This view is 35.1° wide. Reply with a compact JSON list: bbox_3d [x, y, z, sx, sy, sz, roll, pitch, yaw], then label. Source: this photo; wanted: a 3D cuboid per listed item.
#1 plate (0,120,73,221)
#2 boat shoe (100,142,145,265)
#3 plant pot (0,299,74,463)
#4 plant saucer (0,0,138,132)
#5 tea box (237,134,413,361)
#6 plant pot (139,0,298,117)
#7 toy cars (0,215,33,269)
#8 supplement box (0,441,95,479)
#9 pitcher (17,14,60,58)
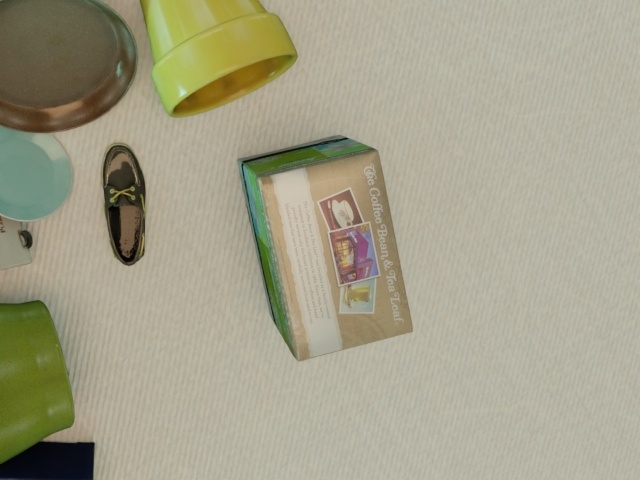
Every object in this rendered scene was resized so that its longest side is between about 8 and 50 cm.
[{"bbox_3d":[-0.539,-0.123,1.820,0.188,0.024,0.188,10,71,-32],"label":"plate"},{"bbox_3d":[-0.361,-0.066,1.876,0.081,0.068,0.228,-7,101,-11],"label":"boat shoe"},{"bbox_3d":[-0.628,0.258,1.760,0.353,0.366,0.367,-14,103,-22],"label":"plant pot"},{"bbox_3d":[-0.473,-0.316,1.747,0.310,0.050,0.311,-13,142,-10],"label":"plant saucer"},{"bbox_3d":[0.000,0.000,1.835,0.220,0.323,0.329,-14,102,-9],"label":"tea box"},{"bbox_3d":[-0.200,-0.376,1.778,0.254,0.254,0.239,-24,89,-7],"label":"plant pot"},{"bbox_3d":[-0.666,-0.093,1.780,0.393,0.087,0.176,43,47,-25],"label":"toy cars"},{"bbox_3d":[-0.533,0.574,1.890,0.194,0.195,0.357,5,98,-13],"label":"supplement box"},{"bbox_3d":[-0.468,-0.395,1.780,0.207,0.125,0.178,-44,127,9],"label":"pitcher"}]
